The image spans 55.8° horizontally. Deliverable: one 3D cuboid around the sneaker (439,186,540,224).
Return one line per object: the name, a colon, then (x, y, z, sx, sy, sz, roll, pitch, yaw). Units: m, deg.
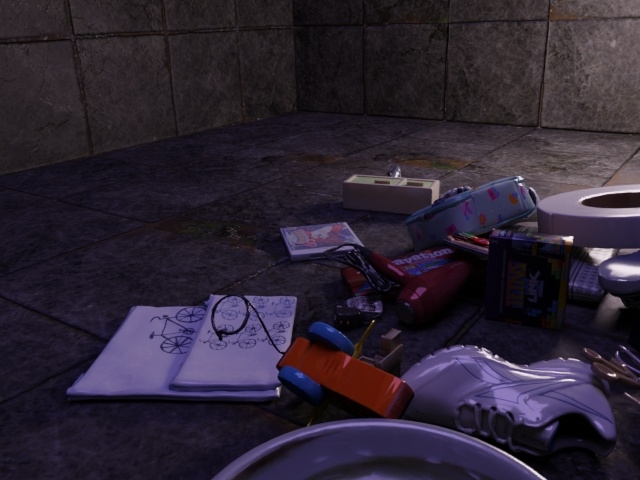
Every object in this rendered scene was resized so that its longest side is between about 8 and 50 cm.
sneaker: (0.458, -0.082, 1.635, 0.292, 0.110, 0.118, 6, -8, 40)

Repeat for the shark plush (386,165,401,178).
shark plush: (0.221, -0.198, 1.990, 0.073, 0.067, 0.161, 15, 26, 39)

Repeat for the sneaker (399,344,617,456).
sneaker: (0.247, 0.219, 0.806, 0.297, 0.111, 0.129, 0, 25, 6)

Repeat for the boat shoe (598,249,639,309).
boat shoe: (0.615, 0.079, 1.150, 0.113, 0.105, 0.306, 10, 17, 40)

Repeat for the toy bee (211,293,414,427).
toy bee: (0.005, 0.179, 0.861, 0.195, 0.162, 0.298, -37, 53, -9)

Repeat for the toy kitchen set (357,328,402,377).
toy kitchen set: (0.079, 0.183, 0.941, 0.075, 0.083, 0.068, 12, 24, 34)

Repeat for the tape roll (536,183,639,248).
tape roll: (0.686, -0.060, 1.347, 0.391, 0.072, 0.392, -8, 12, 2)

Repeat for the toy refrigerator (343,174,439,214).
toy refrigerator: (0.209, -0.140, 1.796, 0.269, 0.094, 0.102, 7, 22, 22)

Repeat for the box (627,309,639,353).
box: (0.589, 0.153, 0.869, 0.207, 0.108, 0.153, 10, 17, -15)

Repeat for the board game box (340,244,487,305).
board game box: (0.193, 0.067, 1.280, 0.281, 0.027, 0.145, -12, 21, -7)

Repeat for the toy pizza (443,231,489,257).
toy pizza: (0.352, 0.016, 1.230, 0.201, 0.032, 0.201, 14, 6, -2)

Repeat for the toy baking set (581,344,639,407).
toy baking set: (0.471, 0.203, 0.824, 0.256, 0.030, 0.197, 12, 22, -41)

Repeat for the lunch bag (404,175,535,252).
lunch bag: (0.346, -0.062, 1.446, 0.279, 0.108, 0.224, -18, -2, -30)

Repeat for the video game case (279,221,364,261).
video game case: (0.000, 0.000, 1.535, 0.183, 0.023, 0.201, -6, 20, -10)

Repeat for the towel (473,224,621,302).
towel: (0.494, 0.045, 1.351, 0.312, 0.056, 0.324, 8, 24, 33)

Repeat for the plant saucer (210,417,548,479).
plant saucer: (0.057, 0.321, 0.546, 0.400, 0.101, 0.400, -2, 21, 1)

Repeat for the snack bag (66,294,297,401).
snack bag: (-0.219, 0.176, 1.058, 0.342, 0.037, 0.323, -1, 21, 3)

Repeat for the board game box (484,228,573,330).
board game box: (0.376, 0.070, 1.097, 0.141, 0.170, 0.048, 6, 23, 22)

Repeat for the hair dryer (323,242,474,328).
hair dryer: (0.156, 0.066, 1.169, 0.293, 0.080, 0.224, 0, 47, -4)
